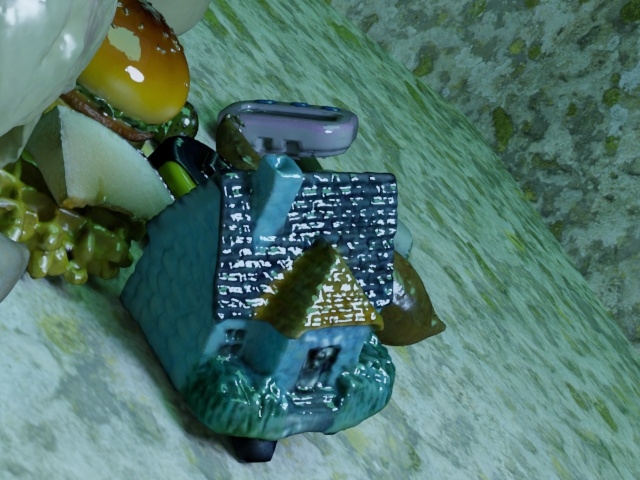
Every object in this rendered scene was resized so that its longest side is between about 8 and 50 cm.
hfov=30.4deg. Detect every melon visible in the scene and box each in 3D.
[{"bbox_3d":[-0.208,-0.065,1.170,0.182,0.054,0.098,12,47,-60],"label":"melon"}]

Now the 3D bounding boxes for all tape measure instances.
[{"bbox_3d":[-0.139,-0.037,1.389,0.186,0.112,0.199,40,17,-16],"label":"tape measure"}]

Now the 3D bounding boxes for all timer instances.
[{"bbox_3d":[-0.049,-0.172,1.814,0.208,0.069,0.191,7,15,7],"label":"timer"}]

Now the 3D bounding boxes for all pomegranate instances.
[{"bbox_3d":[-0.195,-0.153,1.575,0.073,0.073,0.084,34,21,-35],"label":"pomegranate"}]

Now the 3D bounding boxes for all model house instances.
[{"bbox_3d":[-0.013,0.032,1.172,0.261,0.241,0.226,-4,41,-42],"label":"model house"}]

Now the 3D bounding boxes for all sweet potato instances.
[{"bbox_3d":[-0.005,0.002,1.601,0.422,0.130,0.130,41,17,1],"label":"sweet potato"}]

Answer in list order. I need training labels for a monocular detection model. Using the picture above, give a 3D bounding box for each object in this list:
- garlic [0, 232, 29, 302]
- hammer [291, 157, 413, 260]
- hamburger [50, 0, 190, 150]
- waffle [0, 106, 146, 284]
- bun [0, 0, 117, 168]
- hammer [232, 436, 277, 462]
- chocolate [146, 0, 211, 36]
[{"bbox_3d":[-0.331,0.017,0.800,0.143,0.112,0.318,26,6,42],"label":"garlic"},{"bbox_3d":[0.012,-0.071,1.847,0.206,0.119,0.335,37,13,-33],"label":"hammer"},{"bbox_3d":[-0.263,-0.219,1.395,0.246,0.170,0.246,44,16,-16],"label":"hamburger"},{"bbox_3d":[-0.288,-0.064,1.163,0.260,0.069,0.293,51,18,16],"label":"waffle"},{"bbox_3d":[-0.306,-0.135,0.853,0.361,0.361,0.213,4,71,-66],"label":"bun"},{"bbox_3d":[-0.044,0.169,1.269,0.137,0.037,0.290,43,17,-6],"label":"hammer"},{"bbox_3d":[-0.270,-0.429,1.624,0.314,0.297,0.326,24,51,1],"label":"chocolate"}]
